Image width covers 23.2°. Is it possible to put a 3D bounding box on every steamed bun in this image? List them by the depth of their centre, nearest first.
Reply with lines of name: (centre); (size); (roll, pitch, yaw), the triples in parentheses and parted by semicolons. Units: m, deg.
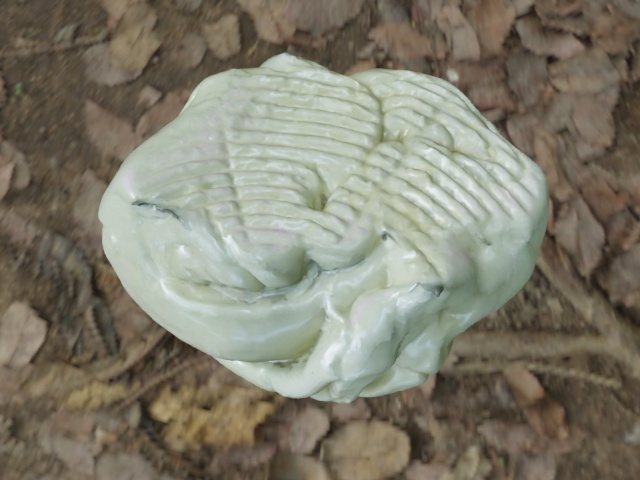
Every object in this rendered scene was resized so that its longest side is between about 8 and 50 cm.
steamed bun: (0.000, 0.000, 1.208); (0.320, 0.275, 0.206); (19, 143, 3)
